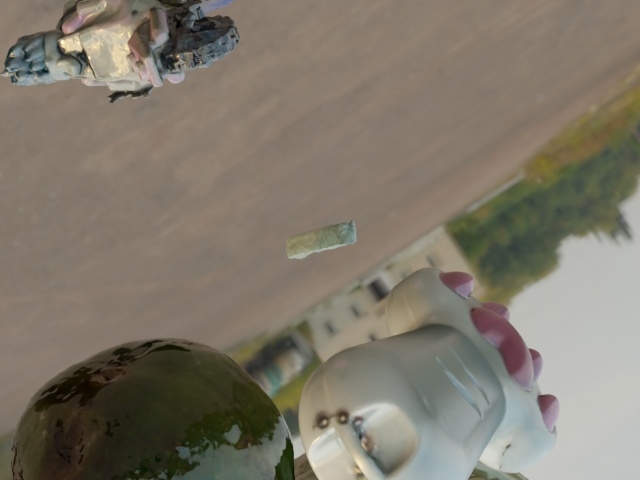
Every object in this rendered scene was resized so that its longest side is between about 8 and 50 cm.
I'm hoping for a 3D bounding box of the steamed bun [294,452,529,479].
[{"bbox_3d":[0.097,0.254,1.131,0.207,0.268,0.280,-38,-178,-38],"label":"steamed bun"}]

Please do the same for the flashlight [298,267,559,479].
[{"bbox_3d":[0.045,0.056,0.519,0.047,0.093,0.200,-37,172,17],"label":"flashlight"}]

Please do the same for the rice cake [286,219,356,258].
[{"bbox_3d":[0.000,0.000,1.295,0.022,0.022,0.121,-6,176,-26],"label":"rice cake"}]

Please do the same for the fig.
[{"bbox_3d":[-0.097,0.185,0.977,0.195,0.244,0.195,-30,-166,9],"label":"fig"}]

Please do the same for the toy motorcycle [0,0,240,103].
[{"bbox_3d":[-0.193,-0.177,1.293,0.204,0.108,0.239,-24,-167,-11],"label":"toy motorcycle"}]

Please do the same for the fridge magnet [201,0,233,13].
[{"bbox_3d":[-0.127,-0.400,1.677,0.265,0.265,0.113,-35,153,30],"label":"fridge magnet"}]
